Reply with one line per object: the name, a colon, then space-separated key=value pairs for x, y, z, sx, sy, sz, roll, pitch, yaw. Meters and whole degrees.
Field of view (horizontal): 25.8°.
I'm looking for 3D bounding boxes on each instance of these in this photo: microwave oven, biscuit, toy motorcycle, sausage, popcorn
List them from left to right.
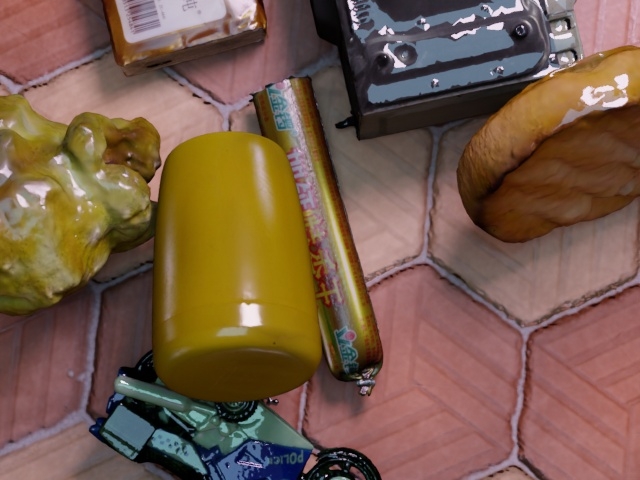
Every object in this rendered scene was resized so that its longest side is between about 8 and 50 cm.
popcorn: x=-0.304 y=-0.042 z=1.528 sx=0.276 sy=0.225 sz=0.276 roll=1 pitch=64 yaw=-2
toy motorcycle: x=-0.101 y=0.257 z=1.566 sx=0.331 sy=0.125 sz=0.196 roll=32 pitch=87 yaw=-1
sausage: x=0.000 y=0.000 z=1.599 sx=0.082 sy=0.082 sz=0.371 roll=-15 pitch=87 yaw=1
microwave oven: x=0.122 y=-0.316 z=1.542 sx=0.286 sy=0.218 sz=0.355 roll=-11 pitch=86 yaw=0
biscuit: x=0.282 y=-0.106 z=1.493 sx=0.296 sy=0.296 sz=0.102 roll=-21 pitch=67 yaw=0

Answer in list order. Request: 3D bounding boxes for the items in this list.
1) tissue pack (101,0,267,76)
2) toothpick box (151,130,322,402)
tissue pack: x=-0.173 y=-0.323 z=1.615 sx=0.183 sy=0.092 sz=0.226 roll=-15 pitch=85 yaw=1
toothpick box: x=-0.095 y=0.020 z=1.487 sx=0.175 sy=0.175 sz=0.271 roll=-7 pitch=62 yaw=2
